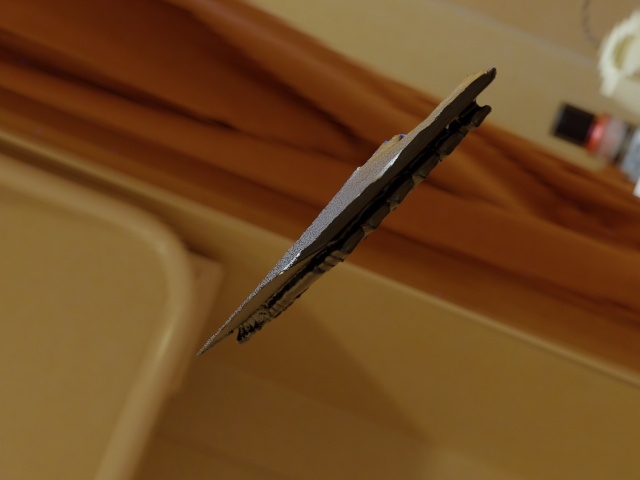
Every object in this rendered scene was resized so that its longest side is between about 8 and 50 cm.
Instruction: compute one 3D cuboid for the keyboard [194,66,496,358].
[{"bbox_3d":[0.001,0.001,0.491,0.074,0.015,0.196,-49,1,-14],"label":"keyboard"}]
